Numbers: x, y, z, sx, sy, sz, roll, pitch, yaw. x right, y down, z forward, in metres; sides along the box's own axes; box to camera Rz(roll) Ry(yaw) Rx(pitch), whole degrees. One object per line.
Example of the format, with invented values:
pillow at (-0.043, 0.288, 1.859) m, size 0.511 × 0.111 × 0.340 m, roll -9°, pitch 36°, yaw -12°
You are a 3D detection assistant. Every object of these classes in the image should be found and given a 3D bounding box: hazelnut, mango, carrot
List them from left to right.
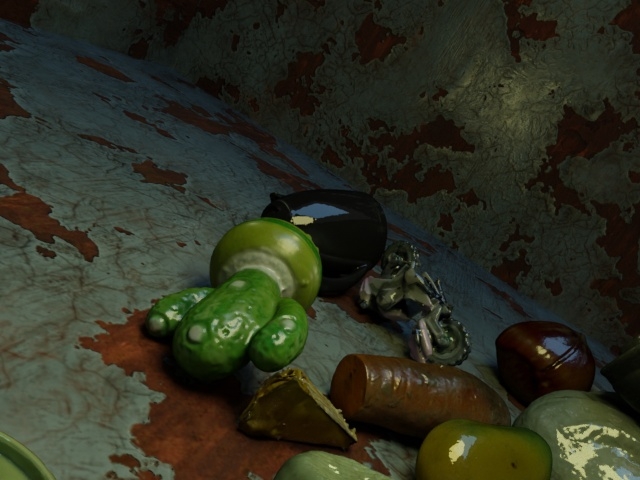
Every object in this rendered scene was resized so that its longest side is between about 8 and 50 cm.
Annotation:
carrot at (0.170, 0.257, 0.862) m, size 0.302 × 0.139 × 0.139 m, roll 23°, pitch 18°, yaw -27°
mango at (0.241, 0.329, 0.769) m, size 0.237 × 0.091 × 0.137 m, roll 13°, pitch 60°, yaw -19°
hazelnut at (0.540, 0.294, 1.290) m, size 0.229 × 0.229 × 0.229 m, roll 29°, pitch 16°, yaw -9°

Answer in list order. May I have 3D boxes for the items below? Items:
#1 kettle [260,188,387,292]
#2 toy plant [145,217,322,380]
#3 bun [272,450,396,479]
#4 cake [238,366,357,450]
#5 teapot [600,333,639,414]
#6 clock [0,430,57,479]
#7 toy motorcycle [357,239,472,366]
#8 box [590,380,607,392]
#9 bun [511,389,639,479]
kettle at (0.000, 0.000, 1.257) m, size 0.290 × 0.207 × 0.268 m, roll 3°, pitch 53°, yaw -42°
toy plant at (-0.114, 0.087, 0.795) m, size 0.224 × 0.184 × 0.316 m, roll 5°, pitch 20°, yaw 9°
bun at (0.035, 0.289, 0.514) m, size 0.195 × 0.118 × 0.195 m, roll 20°, pitch -6°, yaw 2°
cake at (-0.012, 0.208, 0.709) m, size 0.185 × 0.116 × 0.080 m, roll 19°, pitch 24°, yaw -26°
teapot at (0.598, 0.248, 0.862) m, size 0.239 × 0.321 × 0.239 m, roll -20°, pitch 62°, yaw -22°
clock at (-0.251, 0.200, 0.310) m, size 0.308 × 0.096 × 0.235 m, roll 26°, pitch 15°, yaw -21°
toy motorcycle at (0.192, 0.156, 1.191) m, size 0.143 × 0.188 × 0.327 m, roll 31°, pitch 26°, yaw -46°
box at (0.694, 0.425, 1.366) m, size 0.055 × 0.103 × 0.244 m, roll 14°, pitch 22°, yaw -35°
bun at (0.499, 0.394, 0.900) m, size 0.362 × 0.211 × 0.362 m, roll 31°, pitch 17°, yaw -10°
